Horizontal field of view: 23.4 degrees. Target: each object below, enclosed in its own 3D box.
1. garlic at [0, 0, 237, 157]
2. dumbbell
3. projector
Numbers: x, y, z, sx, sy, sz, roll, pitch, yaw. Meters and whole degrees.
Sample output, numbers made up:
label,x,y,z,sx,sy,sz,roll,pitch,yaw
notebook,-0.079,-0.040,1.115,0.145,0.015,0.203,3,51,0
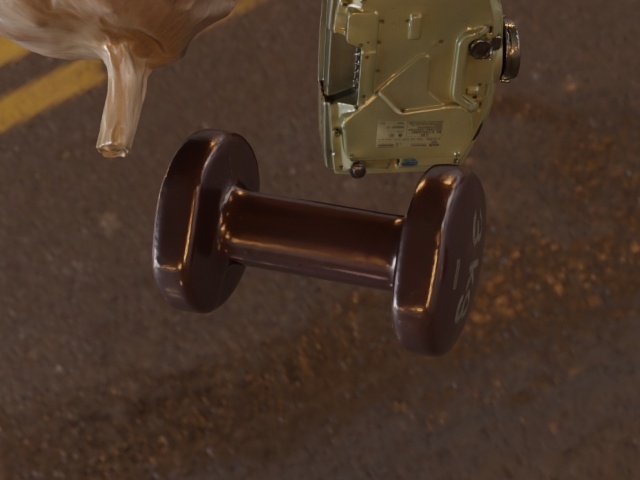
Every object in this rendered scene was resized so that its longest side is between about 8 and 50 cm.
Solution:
label,x,y,z,sx,sy,sz,roll,pitch,yaw
garlic,-0.145,-0.166,1.092,0.219,0.218,0.212,-16,80,18
dumbbell,0.000,0.000,1.110,0.226,0.124,0.140,11,95,18
projector,0.098,-0.184,1.537,0.194,0.269,0.088,-3,41,-7
